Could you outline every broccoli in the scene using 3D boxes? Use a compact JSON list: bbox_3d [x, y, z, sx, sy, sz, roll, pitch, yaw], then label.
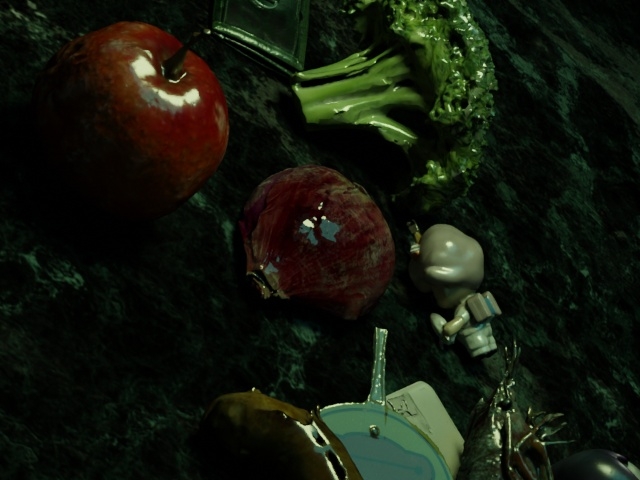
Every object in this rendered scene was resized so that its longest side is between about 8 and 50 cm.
[{"bbox_3d":[0.120,-0.219,2.386,0.249,0.302,0.375,-16,95,-77],"label":"broccoli"}]

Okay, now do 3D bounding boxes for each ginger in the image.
[{"bbox_3d":[-0.009,0.287,1.756,0.309,0.133,0.107,54,-2,17],"label":"ginger"}]

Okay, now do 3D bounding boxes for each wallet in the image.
[{"bbox_3d":[-0.089,-0.358,2.423,0.160,0.055,0.236,25,39,-21],"label":"wallet"}]

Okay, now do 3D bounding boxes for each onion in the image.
[{"bbox_3d":[0.000,0.000,2.086,0.227,0.120,0.283,44,33,3],"label":"onion"}]

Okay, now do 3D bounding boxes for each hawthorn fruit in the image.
[{"bbox_3d":[-0.207,-0.161,1.871,0.242,0.271,0.242,22,50,-29],"label":"hawthorn fruit"}]

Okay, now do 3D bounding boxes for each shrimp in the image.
[{"bbox_3d":[0.231,0.306,2.010,0.137,0.172,0.372,24,59,-8],"label":"shrimp"}]

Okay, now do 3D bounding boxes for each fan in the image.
[{"bbox_3d":[0.060,0.254,1.879,0.229,0.011,0.335,14,60,-17],"label":"fan"}]

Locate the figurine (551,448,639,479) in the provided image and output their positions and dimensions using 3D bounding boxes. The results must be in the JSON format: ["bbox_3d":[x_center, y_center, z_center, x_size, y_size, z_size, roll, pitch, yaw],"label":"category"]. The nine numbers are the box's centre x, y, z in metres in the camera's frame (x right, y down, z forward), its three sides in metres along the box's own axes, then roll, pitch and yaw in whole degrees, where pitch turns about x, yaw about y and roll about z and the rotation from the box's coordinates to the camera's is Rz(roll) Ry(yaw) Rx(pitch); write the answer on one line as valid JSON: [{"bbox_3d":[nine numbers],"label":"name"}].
[{"bbox_3d":[0.407,0.372,2.159,0.222,0.145,0.145,39,33,-16],"label":"figurine"}]

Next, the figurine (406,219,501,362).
[{"bbox_3d":[0.192,0.062,2.261,0.137,0.112,0.229,-7,71,-58],"label":"figurine"}]

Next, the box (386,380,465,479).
[{"bbox_3d":[0.091,0.267,1.980,0.285,0.044,0.142,-15,70,-55],"label":"box"}]
